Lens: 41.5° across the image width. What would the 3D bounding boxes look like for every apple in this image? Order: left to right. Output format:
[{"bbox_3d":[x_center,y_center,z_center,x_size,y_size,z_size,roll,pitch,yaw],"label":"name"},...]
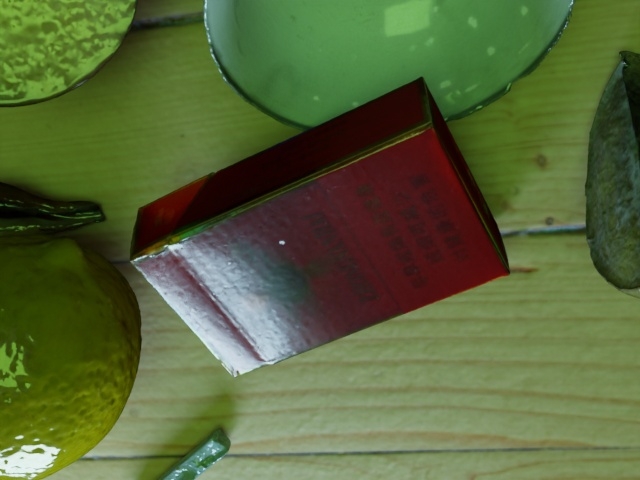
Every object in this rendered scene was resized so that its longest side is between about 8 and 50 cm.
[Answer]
[{"bbox_3d":[-0.302,-0.291,0.802,0.251,0.163,0.293,-15,115,5],"label":"apple"}]

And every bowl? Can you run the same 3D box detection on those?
[{"bbox_3d":[0.051,-0.242,0.733,0.313,0.146,0.313,-7,145,-5],"label":"bowl"}]

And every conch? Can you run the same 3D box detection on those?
[{"bbox_3d":[-0.368,-0.026,0.939,0.232,0.080,0.086,-23,134,-2],"label":"conch"}]

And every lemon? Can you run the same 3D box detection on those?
[{"bbox_3d":[-0.312,0.121,0.878,0.267,0.267,0.268,3,106,11],"label":"lemon"}]

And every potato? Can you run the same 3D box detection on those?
[{"bbox_3d":[0.305,-0.033,0.758,0.120,0.261,0.100,16,143,-13],"label":"potato"}]

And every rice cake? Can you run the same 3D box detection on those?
[{"bbox_3d":[-0.174,0.288,1.003,0.030,0.042,0.180,44,110,-6],"label":"rice cake"}]

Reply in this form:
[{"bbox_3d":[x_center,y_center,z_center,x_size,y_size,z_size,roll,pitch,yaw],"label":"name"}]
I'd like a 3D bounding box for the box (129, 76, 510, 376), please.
[{"bbox_3d":[0.000,-0.001,0.824,0.313,0.089,0.197,-23,128,16],"label":"box"}]
